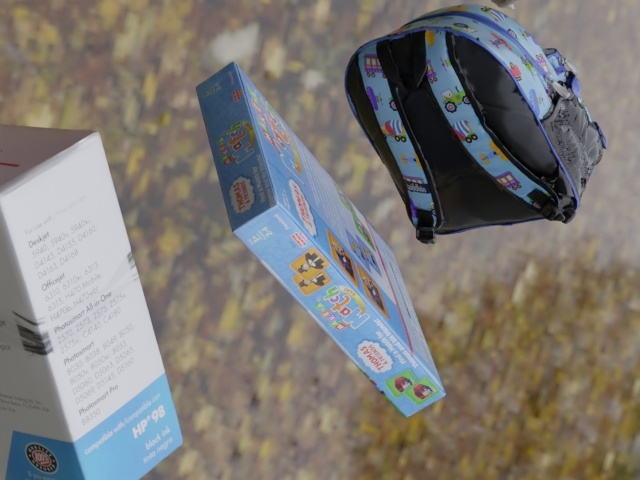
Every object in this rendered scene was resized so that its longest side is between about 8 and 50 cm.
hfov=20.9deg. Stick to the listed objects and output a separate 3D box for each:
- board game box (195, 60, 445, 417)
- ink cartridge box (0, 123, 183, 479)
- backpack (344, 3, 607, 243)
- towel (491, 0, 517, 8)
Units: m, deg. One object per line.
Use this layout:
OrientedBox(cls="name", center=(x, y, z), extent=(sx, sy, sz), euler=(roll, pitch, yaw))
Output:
OrientedBox(cls="board game box", center=(0.000, 0.000, 1.151), extent=(0.211, 0.039, 0.160), euler=(50, 14, -38))
OrientedBox(cls="ink cartridge box", center=(-0.129, 0.012, 0.697), extent=(0.060, 0.104, 0.180), euler=(-36, 123, -43))
OrientedBox(cls="backpack", center=(0.108, -0.098, 1.265), extent=(0.173, 0.158, 0.117), euler=(57, 45, -25))
OrientedBox(cls="towel", center=(0.048, -0.229, 0.691), extent=(0.049, 0.187, 0.282), euler=(-27, 99, -12))
